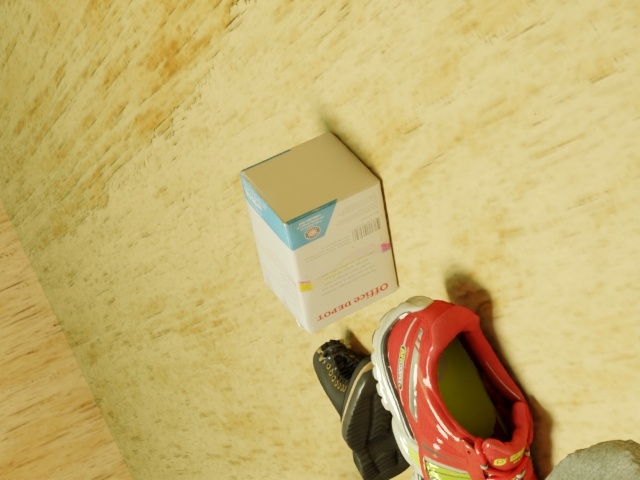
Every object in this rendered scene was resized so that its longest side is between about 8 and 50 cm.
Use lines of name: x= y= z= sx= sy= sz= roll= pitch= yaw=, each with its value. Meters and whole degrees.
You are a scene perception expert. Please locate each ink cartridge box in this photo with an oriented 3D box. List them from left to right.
ink cartridge box: x=0.000 y=0.000 z=1.696 sx=0.090 sy=0.092 sz=0.143 roll=48 pitch=156 yaw=45

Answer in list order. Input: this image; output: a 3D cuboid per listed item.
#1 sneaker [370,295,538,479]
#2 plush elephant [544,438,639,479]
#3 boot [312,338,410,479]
sneaker: x=0.126 y=0.175 z=1.560 sx=0.118 sy=0.107 sz=0.279 roll=-8 pitch=109 yaw=63
plush elephant: x=0.236 y=0.236 z=1.055 sx=0.272 sy=0.330 sz=0.255 roll=39 pitch=126 yaw=46
boot: x=0.028 y=0.127 z=1.840 sx=0.198 sy=0.077 sz=0.137 roll=93 pitch=153 yaw=-56
